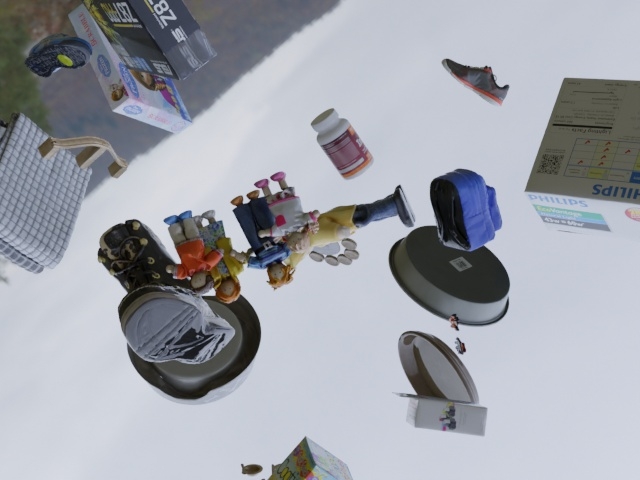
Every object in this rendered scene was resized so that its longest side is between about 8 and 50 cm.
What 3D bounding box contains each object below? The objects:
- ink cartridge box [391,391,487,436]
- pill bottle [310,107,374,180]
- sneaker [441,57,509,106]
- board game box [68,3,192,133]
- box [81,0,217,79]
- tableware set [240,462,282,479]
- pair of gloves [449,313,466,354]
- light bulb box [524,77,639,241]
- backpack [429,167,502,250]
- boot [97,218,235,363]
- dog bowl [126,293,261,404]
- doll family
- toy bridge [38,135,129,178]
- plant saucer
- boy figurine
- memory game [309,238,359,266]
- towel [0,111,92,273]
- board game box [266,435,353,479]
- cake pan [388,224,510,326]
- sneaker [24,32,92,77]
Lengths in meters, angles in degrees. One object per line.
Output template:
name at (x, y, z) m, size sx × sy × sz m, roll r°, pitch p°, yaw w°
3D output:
ink cartridge box at (0.237, 0.352, 1.917) m, size 0.104 × 0.181 × 0.061 m, roll 138°, pitch -39°, yaw -83°
pill bottle at (0.046, -0.216, 2.106) m, size 0.086 × 0.152 × 0.086 m, roll -32°, pitch -159°, yaw 13°
sneaker at (0.329, -0.348, 1.990) m, size 0.065 × 0.158 × 0.061 m, roll -56°, pitch -177°, yaw 15°
board game box at (-0.517, -0.467, 2.598) m, size 0.066 × 0.319 × 0.318 m, roll -33°, pitch 164°, yaw 17°
box at (-0.371, -0.466, 1.769) m, size 0.097 × 0.318 × 0.395 m, roll -40°, pitch -153°, yaw -12°
tableware set at (-0.135, 0.606, 2.425) m, size 0.168 × 0.020 × 0.141 m, roll -3°, pitch -166°, yaw -8°
pair of gloves at (0.274, 0.187, 1.875) m, size 0.010 × 0.083 × 0.074 m, roll -12°, pitch 171°, yaw -4°
light bulb box at (0.766, -0.207, 2.425) m, size 0.358 × 0.225 × 0.361 m, roll 10°, pitch -111°, yaw 36°
backpack at (0.233, -0.058, 1.527) m, size 0.101 × 0.120 × 0.098 m, roll -27°, pitch -162°, yaw -26°
boot at (-0.329, 0.087, 1.796) m, size 0.138 × 0.284 × 0.377 m, roll -44°, pitch 159°, yaw 6°
dog bowl at (-0.326, 0.275, 2.475) m, size 0.349 × 0.349 × 0.102 m, roll -54°, pitch 158°, yaw -32°
doll family at (-0.119, 0.011, 1.542) m, size 0.263 × 0.163 × 0.118 m, roll -23°, pitch 167°, yaw 1°
toy bridge at (-0.401, -0.152, 1.651) m, size 0.063 × 0.026 × 0.188 m, roll -39°, pitch 155°, yaw 21°
plant saucer at (0.287, 0.330, 2.261) m, size 0.041 × 0.278 × 0.278 m, roll -31°, pitch -168°, yaw -22°
boy figurine at (0.040, -0.023, 1.853) m, size 0.285 × 0.092 × 0.177 m, roll -22°, pitch -172°, yaw 9°
memory game at (0.000, 0.000, 2.106) m, size 0.186 × 0.186 × 0.012 m, roll -20°, pitch -142°, yaw 52°
towel at (-0.635, -0.100, 2.001) m, size 0.121 × 0.235 × 0.284 m, roll -17°, pitch -130°, yaw 31°
board game box at (-0.061, 0.631, 2.239) m, size 0.275 × 0.142 × 0.144 m, roll -49°, pitch -160°, yaw 5°
cake pan at (0.294, 0.068, 2.079) m, size 0.293 × 0.293 × 0.054 m, roll -70°, pitch -176°, yaw -55°
sneaker at (-0.484, -0.366, 1.777) m, size 0.209 × 0.069 × 0.082 m, roll -1°, pitch -126°, yaw 49°
